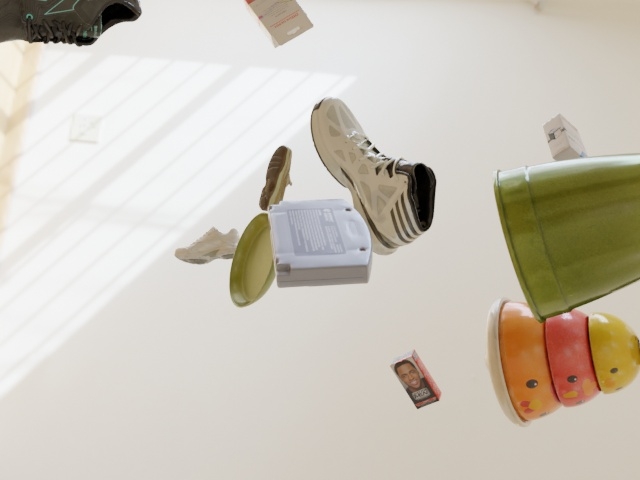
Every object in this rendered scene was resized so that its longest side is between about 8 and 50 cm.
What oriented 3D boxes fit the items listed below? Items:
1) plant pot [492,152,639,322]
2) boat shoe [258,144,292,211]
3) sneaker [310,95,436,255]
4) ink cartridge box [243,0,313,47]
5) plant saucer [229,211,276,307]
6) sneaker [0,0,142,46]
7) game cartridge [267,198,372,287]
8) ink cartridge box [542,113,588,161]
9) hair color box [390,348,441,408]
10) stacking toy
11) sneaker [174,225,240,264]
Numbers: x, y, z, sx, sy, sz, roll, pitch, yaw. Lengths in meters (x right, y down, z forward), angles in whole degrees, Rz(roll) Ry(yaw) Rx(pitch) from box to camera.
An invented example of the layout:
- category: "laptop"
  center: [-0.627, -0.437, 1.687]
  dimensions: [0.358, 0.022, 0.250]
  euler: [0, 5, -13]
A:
- category: "plant pot"
  center: [0.611, -0.035, 1.441]
  dimensions: [0.366, 0.352, 0.367]
  euler: [45, 36, -47]
- category: "boat shoe"
  center: [-0.110, -0.168, 1.799]
  dimensions: [0.068, 0.072, 0.190]
  euler: [42, -64, 49]
- category: "sneaker"
  center: [0.158, -0.203, 1.658]
  dimensions: [0.257, 0.169, 0.448]
  euler: [-29, -94, 51]
- category: "ink cartridge box"
  center: [-0.111, -0.605, 1.770]
  dimensions: [0.198, 0.115, 0.067]
  euler: [57, -6, 17]
- category: "plant saucer"
  center: [-0.154, 0.051, 1.600]
  dimensions: [0.241, 0.037, 0.241]
  euler: [-39, -138, 46]
- category: "sneaker"
  center: [-0.393, -0.341, 0.975]
  dimensions: [0.106, 0.267, 0.101]
  euler: [56, -25, 3]
- category: "game cartridge"
  center: [0.000, 0.000, 1.297]
  dimensions: [0.294, 0.195, 0.060]
  euler: [-104, -171, -61]
- category: "ink cartridge box"
  center: [0.907, -0.354, 2.413]
  dimensions: [0.082, 0.139, 0.191]
  euler: [-38, -145, 34]
- category: "hair color box"
  center: [0.249, 0.362, 1.706]
  dimensions: [0.141, 0.072, 0.043]
  euler: [57, 26, -5]
- category: "stacking toy"
  center: [0.695, 0.288, 1.691]
  dimensions: [0.350, 0.479, 0.351]
  euler: [31, 52, -51]
- category: "sneaker"
  center: [-0.368, 0.012, 2.156]
  dimensions: [0.090, 0.232, 0.115]
  euler: [72, 11, -71]
